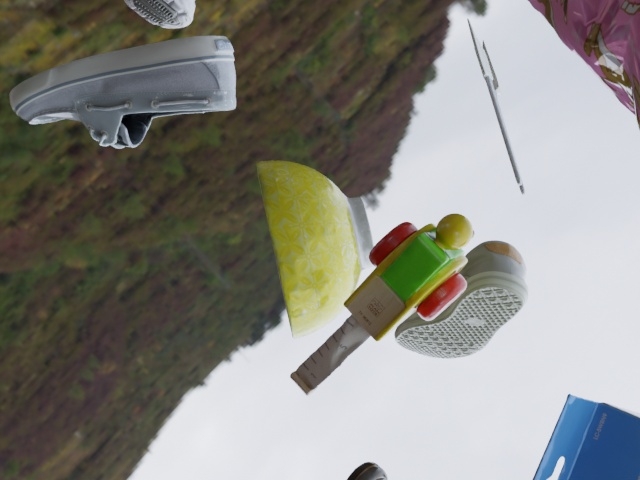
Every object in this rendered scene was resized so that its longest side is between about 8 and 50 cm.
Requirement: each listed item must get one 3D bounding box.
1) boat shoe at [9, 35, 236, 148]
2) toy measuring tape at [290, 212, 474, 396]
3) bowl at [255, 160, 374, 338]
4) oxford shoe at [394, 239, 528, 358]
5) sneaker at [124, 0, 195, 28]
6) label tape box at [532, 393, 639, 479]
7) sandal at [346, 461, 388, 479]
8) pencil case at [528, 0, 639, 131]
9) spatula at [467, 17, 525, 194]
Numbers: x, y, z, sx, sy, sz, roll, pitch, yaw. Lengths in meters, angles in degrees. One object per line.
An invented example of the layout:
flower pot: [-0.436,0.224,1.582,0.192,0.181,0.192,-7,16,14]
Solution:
boat shoe: [-0.178,-0.123,0.941,0.228,0.081,0.079,-9,-179,22]
toy measuring tape: [0.084,0.074,1.285,0.330,0.121,0.121,-50,-171,36]
bowl: [0.000,0.000,1.680,0.156,0.289,0.289,-12,-162,-2]
oxford shoe: [0.284,0.127,2.104,0.449,0.169,0.130,128,-23,-59]
sneaker: [-0.236,-0.363,1.271,0.090,0.232,0.115,-8,-127,44]
label tape box: [0.396,0.345,1.342,0.106,0.334,0.240,24,-87,45]
sandal: [0.019,0.323,1.030,0.060,0.090,0.219,22,-118,25]
pencil case: [0.150,-0.219,0.632,0.160,0.167,0.386,-39,-123,4]
spatula: [0.258,-0.186,1.507,0.019,0.242,0.168,-18,171,11]
